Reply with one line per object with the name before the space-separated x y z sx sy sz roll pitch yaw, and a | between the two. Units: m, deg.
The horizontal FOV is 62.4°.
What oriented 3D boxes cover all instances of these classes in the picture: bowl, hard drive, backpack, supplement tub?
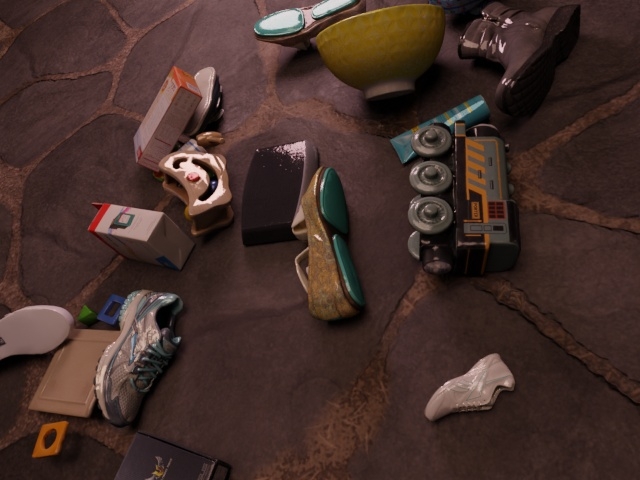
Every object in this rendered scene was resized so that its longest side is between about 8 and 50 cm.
bowl | 0.145 -0.405 1.193 0.290 0.289 0.155 -7 99 19
hard drive | -0.094 -0.115 1.184 0.172 0.054 0.254 -7 56 19
backpack | 0.343 -0.619 1.297 0.158 0.117 0.173 34 75 36
supplement tub | -0.339 -0.197 1.333 0.107 0.071 0.071 -44 53 -10

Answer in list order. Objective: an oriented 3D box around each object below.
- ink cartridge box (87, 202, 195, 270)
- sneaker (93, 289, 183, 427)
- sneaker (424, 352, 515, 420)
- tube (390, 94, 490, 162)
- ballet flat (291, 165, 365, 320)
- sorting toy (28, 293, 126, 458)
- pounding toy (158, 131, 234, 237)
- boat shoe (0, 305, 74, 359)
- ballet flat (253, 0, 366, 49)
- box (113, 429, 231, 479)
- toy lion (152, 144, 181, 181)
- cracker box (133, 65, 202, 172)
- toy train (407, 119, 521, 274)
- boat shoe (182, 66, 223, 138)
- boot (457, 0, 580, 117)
ink cartridge box | -0.421 -0.012 1.203 0.231 0.134 0.077 9 63 28
sneaker | -0.346 0.219 1.035 0.122 0.110 0.282 -6 56 15
sneaker | 0.229 0.237 0.813 0.152 0.053 0.061 -34 54 -2
tube | 0.255 -0.237 1.128 0.207 0.052 0.080 -27 45 11
ballet flat | 0.000 0.000 1.035 0.123 0.123 0.348 -17 54 12
sorting toy | -0.496 0.276 1.099 0.196 0.047 0.347 -5 54 28
pounding toy | -0.289 -0.155 1.205 0.154 0.154 0.269 -8 52 -11
boat shoe | -0.664 0.205 1.182 0.302 0.108 0.102 -23 13 16
ballet flat | -0.024 -0.575 1.430 0.316 0.106 0.107 -8 62 18
box | -0.275 0.457 0.874 0.184 0.059 0.232 7 61 28
toy lion | -0.403 -0.205 1.393 0.096 0.034 0.100 -38 51 5
cracker box | -0.395 -0.310 1.354 0.232 0.067 0.155 -52 37 19
toy train | 0.259 -0.085 0.973 0.191 0.142 0.333 2 56 10
boat shoe | -0.314 -0.359 1.426 0.095 0.079 0.254 -15 51 16
boot | 0.394 -0.395 1.144 0.223 0.118 0.338 20 57 35
